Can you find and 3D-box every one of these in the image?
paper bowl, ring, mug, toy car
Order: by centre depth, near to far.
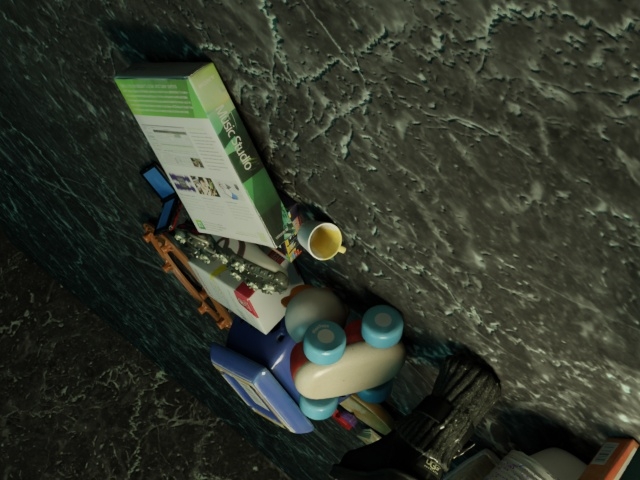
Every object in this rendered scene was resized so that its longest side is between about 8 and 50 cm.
[{"bbox_3d":[0.405,0.451,1.687,0.284,0.148,0.284,43,172,8],"label":"paper bowl"},{"bbox_3d":[-0.004,0.000,1.718,0.064,0.062,0.078,26,149,58],"label":"mug"},{"bbox_3d":[0.023,0.158,1.885,0.219,0.210,0.238,94,157,-50],"label":"toy car"},{"bbox_3d":[-0.324,0.093,2.499,0.336,0.032,0.336,47,165,16],"label":"ring"}]

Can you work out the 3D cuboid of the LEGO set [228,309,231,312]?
[{"bbox_3d":[-0.225,0.080,2.318,0.244,0.060,0.182,45,164,-8],"label":"LEGO set"}]

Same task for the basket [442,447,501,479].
[{"bbox_3d":[0.268,0.629,1.911,0.331,0.328,0.266,51,-159,10],"label":"basket"}]

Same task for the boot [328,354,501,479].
[{"bbox_3d":[0.164,0.336,1.791,0.131,0.260,0.348,36,160,-14],"label":"boot"}]

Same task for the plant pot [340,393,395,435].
[{"bbox_3d":[0.078,0.354,2.298,0.236,0.032,0.236,36,166,11],"label":"plant pot"}]

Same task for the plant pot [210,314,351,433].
[{"bbox_3d":[-0.073,0.247,2.137,0.236,0.212,0.236,18,149,52],"label":"plant pot"}]

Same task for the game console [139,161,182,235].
[{"bbox_3d":[-0.345,-0.084,2.173,0.085,0.124,0.144,21,168,-19],"label":"game console"}]

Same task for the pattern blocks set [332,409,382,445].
[{"bbox_3d":[0.166,0.508,2.466,0.325,0.026,0.285,43,167,-13],"label":"pattern blocks set"}]

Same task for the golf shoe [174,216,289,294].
[{"bbox_3d":[-0.149,0.004,1.913,0.273,0.120,0.105,28,160,33],"label":"golf shoe"}]

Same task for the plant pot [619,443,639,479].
[{"bbox_3d":[0.453,0.365,1.176,0.341,0.334,0.341,38,160,16],"label":"plant pot"}]

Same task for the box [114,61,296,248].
[{"bbox_3d":[-0.189,-0.142,1.696,0.232,0.058,0.322,11,136,49],"label":"box"}]

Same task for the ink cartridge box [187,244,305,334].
[{"bbox_3d":[-0.142,0.068,2.020,0.176,0.127,0.128,29,157,33],"label":"ink cartridge box"}]

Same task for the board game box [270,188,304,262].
[{"bbox_3d":[-0.108,-0.054,1.822,0.170,0.048,0.141,35,157,24],"label":"board game box"}]

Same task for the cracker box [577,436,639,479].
[{"bbox_3d":[0.473,0.426,1.527,0.232,0.156,0.067,46,160,-8],"label":"cracker box"}]
